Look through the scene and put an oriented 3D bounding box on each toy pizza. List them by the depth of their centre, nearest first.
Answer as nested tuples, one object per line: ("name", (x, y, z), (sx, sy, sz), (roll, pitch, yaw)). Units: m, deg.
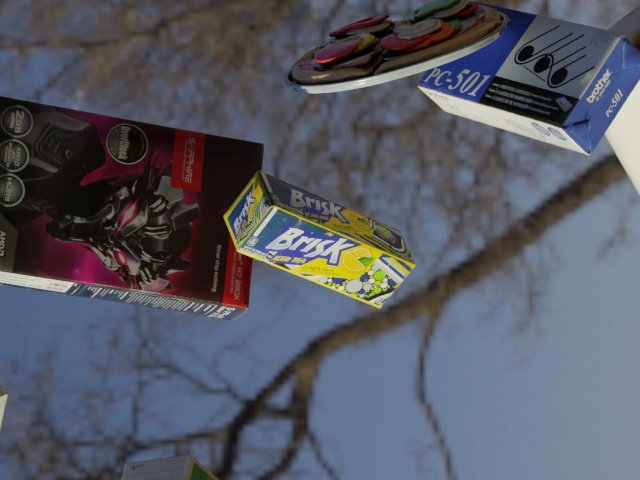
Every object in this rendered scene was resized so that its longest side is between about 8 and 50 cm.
("toy pizza", (0.062, -0.173, 1.642), (0.201, 0.201, 0.032), (-50, -54, -63))

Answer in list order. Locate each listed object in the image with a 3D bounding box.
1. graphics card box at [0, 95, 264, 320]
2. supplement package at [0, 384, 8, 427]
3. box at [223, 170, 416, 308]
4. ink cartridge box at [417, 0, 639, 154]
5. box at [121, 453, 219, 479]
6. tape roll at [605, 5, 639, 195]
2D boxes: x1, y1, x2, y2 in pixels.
("graphics card box", (-0.264, -0.039, 2.469), (0.094, 0.370, 0.233), (146, 132, -68))
("supplement package", (-0.487, 0.171, 1.950), (0.198, 0.262, 0.199), (-27, -30, -39))
("box", (0.000, 0.000, 1.704), (0.169, 0.059, 0.054), (22, -152, -34))
("ink cartridge box", (0.179, -0.143, 1.641), (0.046, 0.207, 0.097), (39, -99, -34))
("box", (-0.170, 0.312, 2.205), (0.101, 0.102, 0.087), (48, -137, -40))
("tape roll", (0.377, -0.137, 1.743), (0.169, 0.246, 0.246), (58, -152, -17))
